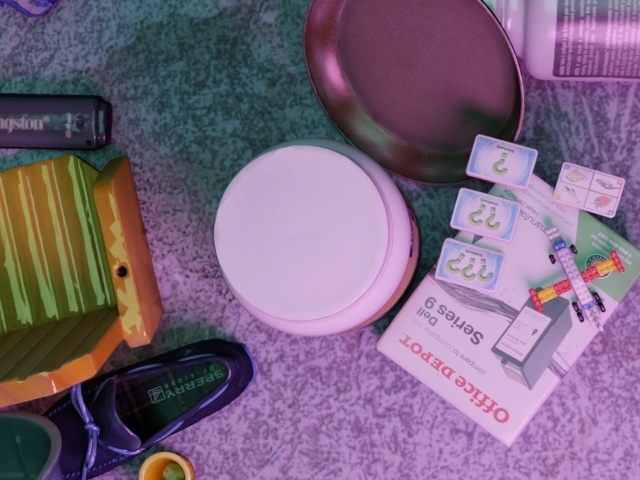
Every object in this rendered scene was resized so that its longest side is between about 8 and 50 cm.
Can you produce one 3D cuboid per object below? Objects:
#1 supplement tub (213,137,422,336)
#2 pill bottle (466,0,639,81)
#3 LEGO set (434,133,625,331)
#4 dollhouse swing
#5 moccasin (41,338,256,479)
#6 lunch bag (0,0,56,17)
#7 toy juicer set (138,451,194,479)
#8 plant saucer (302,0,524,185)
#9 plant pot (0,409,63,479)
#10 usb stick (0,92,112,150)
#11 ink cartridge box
[{"bbox_3d":[0.000,0.000,1.600,0.228,0.316,0.228,0,87,8],"label":"supplement tub"},{"bbox_3d":[0.340,-0.282,1.639,0.319,0.176,0.176,2,87,8],"label":"pill bottle"},{"bbox_3d":[0.274,-0.006,1.572,0.244,0.060,0.182,17,91,7],"label":"LEGO set"},{"bbox_3d":[-0.414,0.053,1.663,0.347,0.305,0.315,-14,85,8],"label":"dollhouse swing"},{"bbox_3d":[-0.253,0.210,1.724,0.342,0.117,0.137,-31,83,5],"label":"moccasin"},{"bbox_3d":[-0.384,-0.388,1.726,0.090,0.219,0.176,38,91,15],"label":"lunch bag"},{"bbox_3d":[-0.213,0.451,1.719,0.209,0.089,0.329,-23,84,6],"label":"toy juicer set"},{"bbox_3d":[0.118,-0.212,1.650,0.311,0.310,0.050,37,48,8],"label":"plant saucer"},{"bbox_3d":[-0.427,0.435,1.613,0.341,0.341,0.334,-12,110,7],"label":"plant pot"},{"bbox_3d":[-0.419,-0.161,1.805,0.278,0.045,0.077,2,86,8],"label":"usb stick"},{"bbox_3d":[0.236,0.081,1.660,0.211,0.121,0.289,36,91,8],"label":"ink cartridge box"}]
